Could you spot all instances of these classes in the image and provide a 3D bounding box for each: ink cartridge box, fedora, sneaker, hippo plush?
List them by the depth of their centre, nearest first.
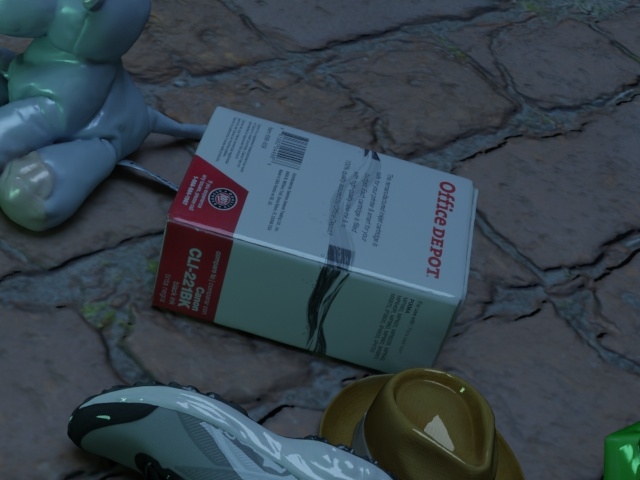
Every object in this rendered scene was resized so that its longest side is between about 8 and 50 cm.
[{"bbox_3d":[-0.073,0.188,0.914,0.271,0.100,0.108,19,59,10],"label":"sneaker"},{"bbox_3d":[0.094,0.169,1.008,0.194,0.079,0.194,10,40,-9],"label":"fedora"},{"bbox_3d":[0.000,0.000,1.145,0.272,0.114,0.197,16,38,0],"label":"ink cartridge box"},{"bbox_3d":[-0.249,-0.163,1.150,0.294,0.236,0.234,12,39,-5],"label":"hippo plush"}]

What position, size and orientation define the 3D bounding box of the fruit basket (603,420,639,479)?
[{"bbox_3d":[0.425,0.282,0.914,0.392,0.283,0.392,5,81,-32],"label":"fruit basket"}]
